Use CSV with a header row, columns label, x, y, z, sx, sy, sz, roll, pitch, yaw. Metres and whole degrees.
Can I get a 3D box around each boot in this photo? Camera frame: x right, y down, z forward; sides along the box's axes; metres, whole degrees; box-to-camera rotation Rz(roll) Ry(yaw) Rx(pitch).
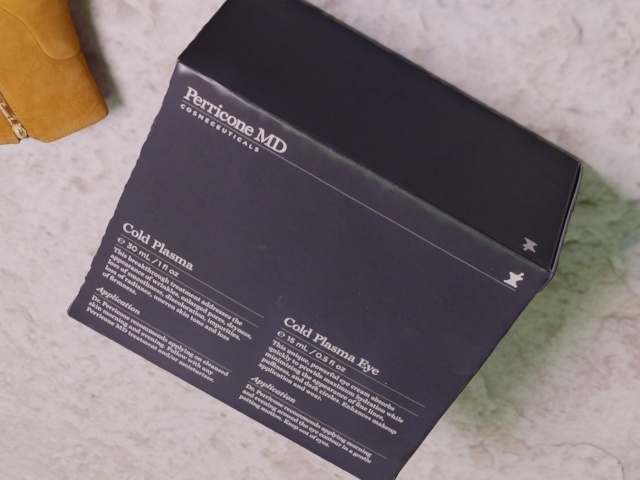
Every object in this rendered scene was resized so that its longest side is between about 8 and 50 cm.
label,x,y,z,sx,sy,sz,roll,pitch,yaw
boot,-0.245,-0.199,1.181,0.295,0.104,0.211,-15,123,34

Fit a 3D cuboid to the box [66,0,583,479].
label,x,y,z,sx,sy,sz,roll,pitch,yaw
box,0.000,0.000,1.168,0.343,0.179,0.312,30,129,-2
